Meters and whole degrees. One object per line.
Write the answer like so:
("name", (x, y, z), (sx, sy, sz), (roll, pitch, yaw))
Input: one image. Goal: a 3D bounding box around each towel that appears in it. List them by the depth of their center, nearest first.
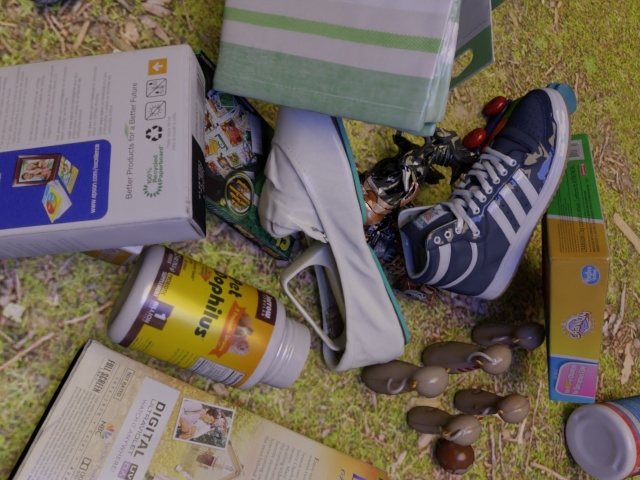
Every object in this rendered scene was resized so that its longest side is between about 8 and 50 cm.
("towel", (0.030, -0.281, 0.512), (0.038, 0.247, 0.325), (-24, 128, -65))

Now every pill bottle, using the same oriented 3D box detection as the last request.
("pill bottle", (-0.122, 0.097, 0.636), (0.215, 0.117, 0.117), (27, 70, -22))
("pill bottle", (0.545, 0.332, 0.946), (0.221, 0.124, 0.124), (1, 81, -27))

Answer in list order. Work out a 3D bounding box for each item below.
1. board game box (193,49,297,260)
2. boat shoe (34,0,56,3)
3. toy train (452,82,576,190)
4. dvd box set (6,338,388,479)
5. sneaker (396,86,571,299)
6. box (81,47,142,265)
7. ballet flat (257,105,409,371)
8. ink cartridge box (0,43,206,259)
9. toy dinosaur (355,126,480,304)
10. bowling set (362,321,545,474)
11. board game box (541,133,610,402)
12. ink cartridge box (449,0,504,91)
("board game box", (-0.093, -0.087, 0.661), (0.259, 0.030, 0.136), (43, 57, -51))
("boat shoe", (-0.344, -0.389, 0.637), (0.075, 0.083, 0.226), (-33, 109, -40))
("toy train", (0.312, -0.151, 0.897), (0.105, 0.143, 0.248), (43, 64, -14))
("dvd box set", (-0.135, 0.335, 0.600), (0.420, 0.062, 0.308), (30, 61, -20))
("sneaker", (0.194, -0.059, 0.683), (0.153, 0.099, 0.282), (8, 109, -20))
("box", (-0.225, -0.086, 0.616), (0.103, 0.114, 0.203), (23, 72, -22))
("ballet flat", (0.000, 0.000, 0.670), (0.139, 0.139, 0.400), (-32, 115, -29))
("ink cartridge box", (-0.291, -0.073, 0.506), (0.370, 0.069, 0.176), (-5, 70, 1))
("toy dinosaur", (0.099, -0.063, 0.774), (0.218, 0.164, 0.322), (-41, 123, -11))
("bowling set", (0.221, 0.231, 0.774), (0.287, 0.154, 0.200), (-15, 88, -29))
("board game box", (0.358, 0.047, 0.794), (0.242, 0.064, 0.317), (-72, 152, -43))
("ink cartridge box", (0.233, -0.355, 0.874), (0.056, 0.171, 0.235), (0, 81, -22))
